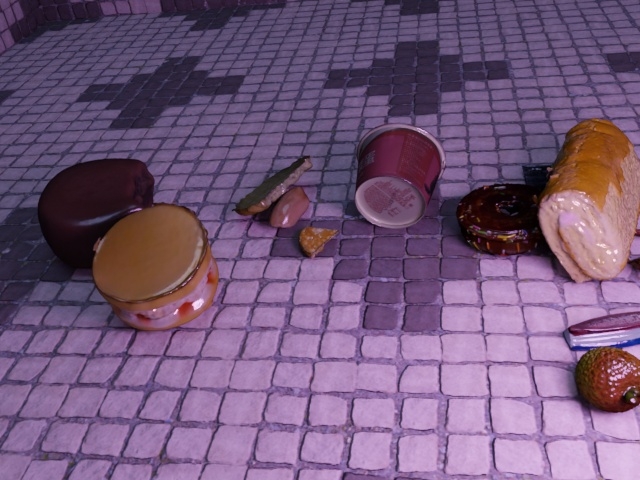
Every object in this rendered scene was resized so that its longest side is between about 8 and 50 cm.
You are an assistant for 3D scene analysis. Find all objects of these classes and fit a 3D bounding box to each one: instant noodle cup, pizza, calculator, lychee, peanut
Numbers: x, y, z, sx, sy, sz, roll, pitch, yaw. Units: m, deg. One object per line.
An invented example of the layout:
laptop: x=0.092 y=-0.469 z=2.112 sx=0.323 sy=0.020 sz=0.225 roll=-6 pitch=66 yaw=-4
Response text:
instant noodle cup: x=0.189 y=-0.154 z=1.659 sx=0.235 sy=0.234 sz=0.178 roll=4 pitch=46 yaw=16
pizza: x=0.000 y=0.000 z=1.639 sx=0.109 sy=0.026 sz=0.123 roll=-17 pitch=37 yaw=-4
calculator: x=0.667 y=-0.157 z=1.725 sx=0.262 sy=0.021 sz=0.161 roll=0 pitch=37 yaw=12
lychee: x=0.505 y=0.242 z=1.142 sx=0.114 sy=0.114 sz=0.146 roll=-17 pitch=18 yaw=-12
peanut: x=-0.082 y=-0.082 z=1.728 sx=0.076 sy=0.076 sz=0.152 roll=13 pitch=47 yaw=27

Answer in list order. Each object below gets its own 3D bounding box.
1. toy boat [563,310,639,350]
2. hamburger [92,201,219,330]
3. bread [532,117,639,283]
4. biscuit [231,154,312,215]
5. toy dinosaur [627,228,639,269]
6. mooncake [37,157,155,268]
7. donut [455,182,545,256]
toy boat: x=0.593 y=0.169 z=1.280 sx=0.229 sy=0.045 sz=0.080 roll=-9 pitch=33 yaw=3
hamburger: x=-0.363 y=0.057 z=1.490 sx=0.261 sy=0.186 sz=0.302 roll=-15 pitch=56 yaw=-3
bread: x=0.597 y=-0.101 z=1.462 sx=0.165 sy=0.236 sz=0.375 roll=-21 pitch=22 yaw=42
biscuit: x=-0.142 y=-0.137 z=1.792 sx=0.187 sy=0.036 sz=0.273 roll=-15 pitch=24 yaw=44
toy dinosaur: x=0.801 y=-0.011 z=1.424 sx=0.328 sy=0.112 sz=0.206 roll=-10 pitch=36 yaw=-5
mooncake: x=-0.572 y=-0.078 z=1.739 sx=0.334 sy=0.174 sz=0.326 roll=-30 pitch=44 yaw=-32
donut: x=0.439 y=-0.047 z=1.563 sx=0.235 sy=0.089 sz=0.235 roll=-6 pitch=35 yaw=4
